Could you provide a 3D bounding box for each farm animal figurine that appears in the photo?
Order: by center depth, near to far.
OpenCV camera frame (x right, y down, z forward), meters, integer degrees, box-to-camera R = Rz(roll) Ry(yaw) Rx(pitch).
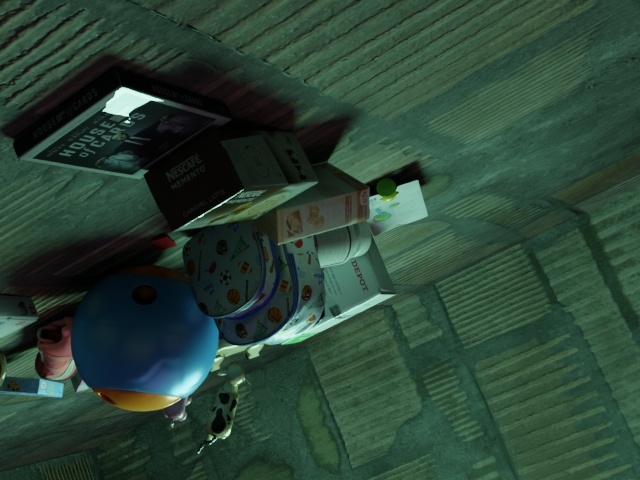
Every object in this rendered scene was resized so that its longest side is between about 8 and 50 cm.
[{"bbox_3d":[-0.236,0.249,1.942,0.326,0.330,0.172,-35,163,-29],"label":"farm animal figurine"}]

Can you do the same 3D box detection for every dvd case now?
[{"bbox_3d":[-0.249,-0.144,1.139,0.179,0.030,0.238,-29,166,23],"label":"dvd case"}]

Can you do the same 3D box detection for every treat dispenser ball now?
[{"bbox_3d":[-0.346,0.192,1.733,0.288,0.288,0.288,-21,167,-5],"label":"treat dispenser ball"}]

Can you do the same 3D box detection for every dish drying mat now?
[{"bbox_3d":[-0.300,0.003,1.679,0.032,0.008,0.083,-22,168,-1],"label":"dish drying mat"}]

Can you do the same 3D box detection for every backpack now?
[{"bbox_3d":[-0.117,0.066,1.667,0.276,0.263,0.213,-32,165,36],"label":"backpack"}]

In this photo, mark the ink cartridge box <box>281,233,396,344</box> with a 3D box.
[{"bbox_3d":[0.008,0.095,2.098,0.289,0.211,0.121,-27,166,20],"label":"ink cartridge box"}]

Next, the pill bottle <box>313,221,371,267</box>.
[{"bbox_3d":[0.000,0.000,1.911,0.221,0.121,0.121,-10,162,-43],"label":"pill bottle"}]

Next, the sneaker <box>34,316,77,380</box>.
[{"bbox_3d":[-0.578,0.223,1.948,0.136,0.116,0.313,25,144,-34],"label":"sneaker"}]

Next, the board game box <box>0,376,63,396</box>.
[{"bbox_3d":[-0.728,0.337,2.040,0.211,0.039,0.160,4,167,4],"label":"board game box"}]

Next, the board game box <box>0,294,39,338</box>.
[{"bbox_3d":[-0.706,0.184,1.623,0.305,0.053,0.193,-25,168,11],"label":"board game box"}]

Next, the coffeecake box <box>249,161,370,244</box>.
[{"bbox_3d":[-0.028,-0.069,1.540,0.185,0.142,0.068,-16,120,-27],"label":"coffeecake box"}]

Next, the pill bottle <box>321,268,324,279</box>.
[{"bbox_3d":[-0.122,0.075,1.942,0.245,0.131,0.130,5,152,-37],"label":"pill bottle"}]

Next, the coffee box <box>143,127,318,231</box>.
[{"bbox_3d":[-0.127,-0.094,1.321,0.141,0.098,0.246,-29,173,23],"label":"coffee box"}]

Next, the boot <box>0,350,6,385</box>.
[{"bbox_3d":[-0.808,0.315,1.887,0.305,0.112,0.115,-25,156,21],"label":"boot"}]

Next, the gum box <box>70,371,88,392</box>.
[{"bbox_3d":[-0.628,0.361,2.431,0.107,0.062,0.188,-15,165,-27],"label":"gum box"}]

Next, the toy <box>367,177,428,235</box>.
[{"bbox_3d":[0.161,-0.088,1.976,0.136,0.056,0.237,-20,162,5],"label":"toy"}]
